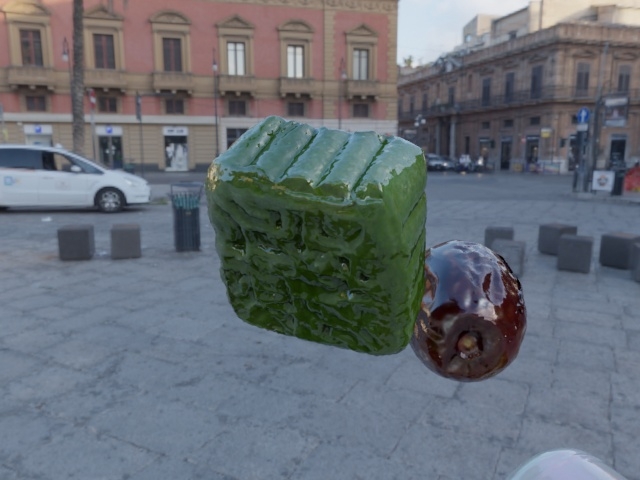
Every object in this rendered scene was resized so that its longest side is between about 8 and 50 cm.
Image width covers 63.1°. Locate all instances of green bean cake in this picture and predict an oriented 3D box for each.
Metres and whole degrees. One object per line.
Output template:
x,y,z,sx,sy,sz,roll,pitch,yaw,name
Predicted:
0.000,0.000,0.558,0.222,0.248,0.125,11,40,20,green bean cake

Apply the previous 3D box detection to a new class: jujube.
0.201,0.096,0.769,0.184,0.183,0.243,2,19,12,jujube

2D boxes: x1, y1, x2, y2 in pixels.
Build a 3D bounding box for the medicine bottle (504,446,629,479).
0.389,0.449,0.672,0.241,0.241,0.302,-5,16,-23,medicine bottle
